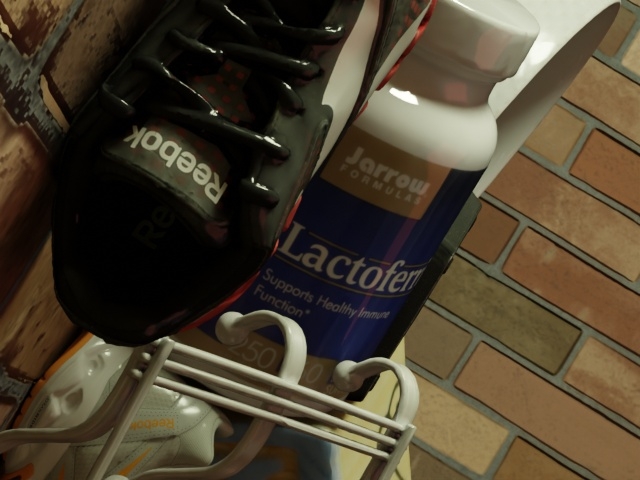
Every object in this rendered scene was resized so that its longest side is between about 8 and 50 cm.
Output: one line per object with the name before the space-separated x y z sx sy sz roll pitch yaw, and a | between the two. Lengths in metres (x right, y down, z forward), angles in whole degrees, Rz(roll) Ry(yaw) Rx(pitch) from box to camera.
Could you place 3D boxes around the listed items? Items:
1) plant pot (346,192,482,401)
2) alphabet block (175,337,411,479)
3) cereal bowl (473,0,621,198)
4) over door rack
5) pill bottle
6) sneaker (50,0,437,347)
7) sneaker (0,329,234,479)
plant pot | 0.000 0.000 1.333 0.188 0.167 0.187 -58 177 21
alphabet block | -0.049 0.171 1.440 0.197 0.193 0.192 -51 142 -64
cereal bowl | 0.089 -0.109 1.625 0.339 0.141 0.339 -49 172 -10
over door rack | -0.091 0.186 1.020 0.239 0.108 0.324 25 83 -50
pill bottle | 0.008 -0.043 1.143 0.264 0.153 0.153 -60 177 19
sneaker | -0.028 -0.066 0.797 0.276 0.097 0.135 -58 180 17
sneaker | -0.146 0.178 1.152 0.262 0.121 0.099 -59 176 23
